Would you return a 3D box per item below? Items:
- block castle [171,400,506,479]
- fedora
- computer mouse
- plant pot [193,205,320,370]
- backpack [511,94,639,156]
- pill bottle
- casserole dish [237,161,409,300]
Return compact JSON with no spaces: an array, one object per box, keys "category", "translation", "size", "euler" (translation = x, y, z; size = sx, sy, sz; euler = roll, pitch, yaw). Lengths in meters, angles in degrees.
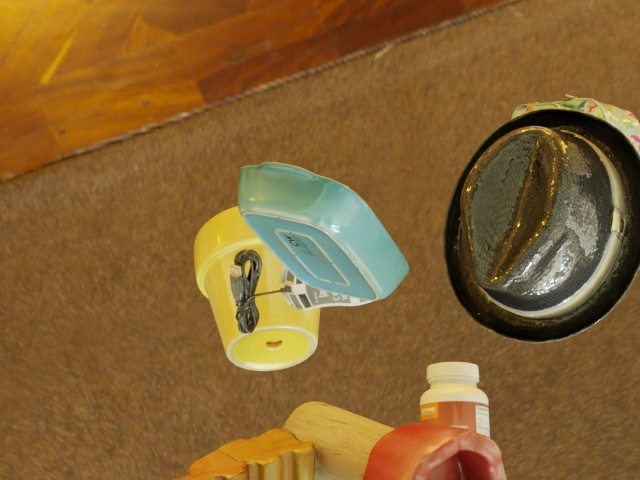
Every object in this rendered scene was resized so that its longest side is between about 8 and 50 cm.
[{"category":"block castle","translation":[-0.021,0.347,0.624],"size":[0.303,0.213,0.453],"euler":[-11,104,-35]},{"category":"fedora","translation":[0.280,-0.033,1.409],"size":[0.334,0.152,0.334],"euler":[-8,74,31]},{"category":"computer mouse","translation":[-0.011,0.050,1.241],"size":[0.193,0.042,0.106],"euler":[-7,110,0]},{"category":"plant pot","translation":[-0.098,0.097,1.901],"size":[0.254,0.254,0.239],"euler":[-5,55,-6]},{"category":"backpack","translation":[0.479,-0.163,1.989],"size":[0.191,0.253,0.225],"euler":[12,86,-34]},{"category":"pill bottle","translation":[0.233,0.326,1.809],"size":[0.121,0.121,0.216],"euler":[1,71,-4]},{"category":"casserole dish","translation":[0.000,0.000,0.837],"size":[0.114,0.188,0.037],"euler":[11,67,29]}]
